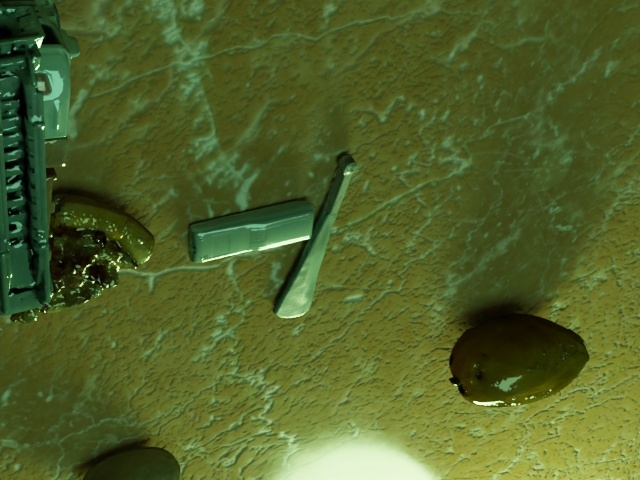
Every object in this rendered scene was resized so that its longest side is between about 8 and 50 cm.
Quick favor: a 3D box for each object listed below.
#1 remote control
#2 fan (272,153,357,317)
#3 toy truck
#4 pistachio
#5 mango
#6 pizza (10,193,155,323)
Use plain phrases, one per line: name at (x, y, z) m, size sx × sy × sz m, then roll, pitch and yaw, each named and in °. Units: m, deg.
remote control at (-0.086, -0.009, 1.503) m, size 0.162 × 0.029 × 0.061 m, roll -14°, pitch 136°, yaw -19°
fan at (0.000, 0.000, 1.575) m, size 0.057 × 0.023 × 0.282 m, roll -1°, pitch 133°, yaw -30°
toy truck at (-0.306, -0.096, 1.153) m, size 0.133 × 0.184 × 0.338 m, roll -9°, pitch 136°, yaw -26°
pistachio at (-0.270, 0.353, 1.711) m, size 0.149 × 0.113 × 0.113 m, roll -32°, pitch 143°, yaw -23°
mango at (0.315, 0.189, 1.871) m, size 0.248 × 0.156 × 0.151 m, roll 0°, pitch 95°, yaw -30°
pizza at (-0.296, 0.035, 1.383) m, size 0.194 × 0.069 × 0.154 m, roll -47°, pitch 139°, yaw 16°
